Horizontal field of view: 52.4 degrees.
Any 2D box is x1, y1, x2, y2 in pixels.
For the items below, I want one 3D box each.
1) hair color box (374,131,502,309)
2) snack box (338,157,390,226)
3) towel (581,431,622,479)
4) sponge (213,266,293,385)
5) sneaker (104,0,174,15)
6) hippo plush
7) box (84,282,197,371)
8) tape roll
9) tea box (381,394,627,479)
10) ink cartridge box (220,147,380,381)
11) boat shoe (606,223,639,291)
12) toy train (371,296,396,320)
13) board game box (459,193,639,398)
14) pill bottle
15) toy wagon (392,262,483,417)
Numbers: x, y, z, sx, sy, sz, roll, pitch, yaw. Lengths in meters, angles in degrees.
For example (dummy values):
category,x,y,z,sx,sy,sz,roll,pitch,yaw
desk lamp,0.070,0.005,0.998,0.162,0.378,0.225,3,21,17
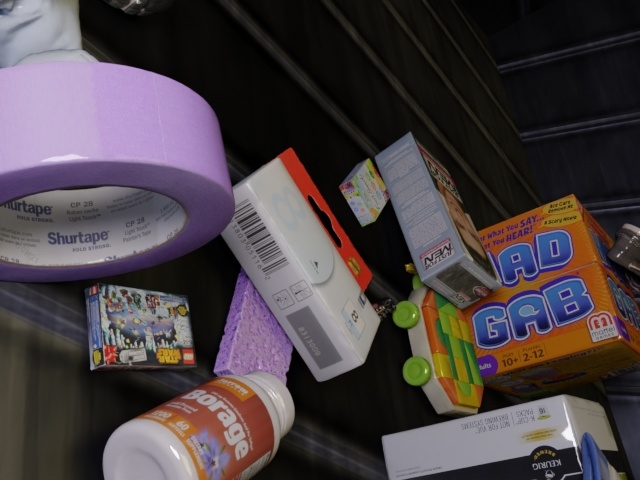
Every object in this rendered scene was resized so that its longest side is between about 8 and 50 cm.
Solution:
category,x,y,z,sx,sy,sz,roll,pitch,yaw
hair color box,0.260,-0.050,1.471,0.185,0.113,0.374,33,32,-44
snack box,0.097,-0.105,1.391,0.100,0.037,0.141,57,31,-13
towel,0.435,0.430,0.893,0.285,0.034,0.209,51,34,-22
sponge,-0.084,0.129,0.937,0.117,0.031,0.210,47,35,-32
sneaker,-0.313,-0.474,0.911,0.330,0.130,0.147,53,35,-22
hippo plush,-0.325,-0.195,0.672,0.294,0.234,0.236,-152,-132,-70
box,-0.208,0.105,0.762,0.137,0.027,0.094,16,57,-54
tape roll,-0.221,-0.047,0.600,0.275,0.275,0.090,14,58,-54
tea box,0.314,0.449,1.047,0.220,0.329,0.323,24,51,-49
ink cartridge box,0.000,0.000,1.071,0.308,0.091,0.385,57,25,-10
boat shoe,0.781,0.071,1.608,0.335,0.095,0.112,39,2,-45
toy train,0.104,0.137,1.239,0.158,0.027,0.036,-21,84,-61
board game box,0.565,0.162,1.627,0.356,0.356,0.356,27,48,-48
pill bottle,-0.122,0.221,0.723,0.216,0.121,0.121,-16,83,-60
toy wagon,0.251,0.198,1.389,0.267,0.068,0.344,25,49,-49
